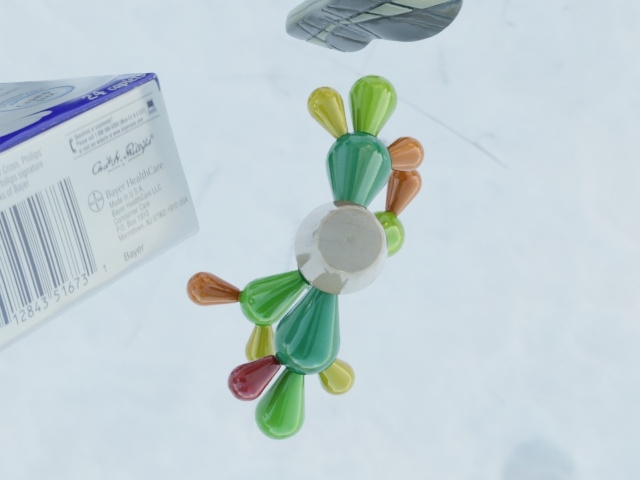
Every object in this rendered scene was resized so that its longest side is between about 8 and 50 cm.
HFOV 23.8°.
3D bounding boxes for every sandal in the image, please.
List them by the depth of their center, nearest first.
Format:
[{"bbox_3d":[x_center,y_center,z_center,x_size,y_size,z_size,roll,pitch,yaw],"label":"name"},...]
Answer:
[{"bbox_3d":[0.052,-0.282,1.733,0.120,0.302,0.086,23,78,-28],"label":"sandal"}]

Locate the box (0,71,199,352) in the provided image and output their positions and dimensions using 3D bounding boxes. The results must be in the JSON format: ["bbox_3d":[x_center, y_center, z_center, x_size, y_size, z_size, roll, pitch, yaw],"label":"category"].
[{"bbox_3d":[-0.143,-0.012,0.600,0.126,0.137,0.072,-34,117,-47],"label":"box"}]

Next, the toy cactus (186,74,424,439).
[{"bbox_3d":[0.000,0.000,0.839,0.112,0.180,0.219,28,83,-2],"label":"toy cactus"}]
